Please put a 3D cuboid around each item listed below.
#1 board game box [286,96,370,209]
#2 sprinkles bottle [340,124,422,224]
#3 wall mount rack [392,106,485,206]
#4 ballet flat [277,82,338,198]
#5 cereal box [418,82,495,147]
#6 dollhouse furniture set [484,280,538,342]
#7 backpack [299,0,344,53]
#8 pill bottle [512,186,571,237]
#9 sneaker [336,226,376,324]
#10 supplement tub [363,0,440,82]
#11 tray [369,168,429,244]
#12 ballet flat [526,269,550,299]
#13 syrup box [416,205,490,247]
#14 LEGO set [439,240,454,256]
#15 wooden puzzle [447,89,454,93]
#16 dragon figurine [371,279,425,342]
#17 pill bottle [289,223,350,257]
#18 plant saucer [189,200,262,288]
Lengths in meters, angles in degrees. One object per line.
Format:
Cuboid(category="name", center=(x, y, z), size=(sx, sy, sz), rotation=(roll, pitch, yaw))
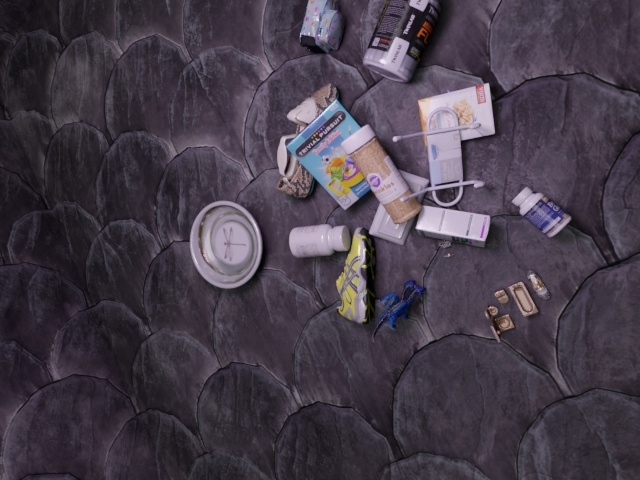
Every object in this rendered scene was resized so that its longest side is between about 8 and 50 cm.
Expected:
Cuboid(category="board game box", center=(0.078, -0.320, 1.562), size=(0.254, 0.079, 0.336), rotation=(-39, 107, 19))
Cuboid(category="sprinkles bottle", center=(0.218, -0.230, 1.458), size=(0.121, 0.121, 0.355), rotation=(-32, 100, 24))
Cuboid(category="wall mount rack", center=(0.394, -0.269, 1.407), size=(0.304, 0.130, 0.349), rotation=(-10, 105, -1))
Cuboid(category="ballet flat", center=(-0.069, -0.405, 1.650), size=(0.164, 0.182, 0.482), rotation=(35, 112, 53))
Cuboid(category="cereal box", center=(0.480, -0.438, 1.460), size=(0.240, 0.047, 0.172), rotation=(-7, 100, 25))
Cuboid(category="dollhouse furniture set", center=(0.646, 0.239, 1.405), size=(0.151, 0.123, 0.144), rotation=(-28, 82, 24))
Cuboid(category="backpack", center=(0.010, -0.838, 1.598), size=(0.144, 0.166, 0.188), rotation=(12, 102, 23))
Cuboid(category="pill bottle", center=(0.722, -0.097, 1.360), size=(0.169, 0.094, 0.094), rotation=(45, 110, 15))
Cuboid(category="sneaker", center=(0.132, 0.138, 1.630), size=(0.147, 0.145, 0.384), rotation=(5, 94, 25))
Cuboid(category="supplement tub", center=(0.294, -0.744, 1.457), size=(0.194, 0.194, 0.316), rotation=(29, 106, 21))
Cuboid(category="tray", center=(0.295, -0.121, 1.559), size=(0.145, 0.030, 0.270), rotation=(19, 107, 2))
Cuboid(category="ballet flat", center=(0.738, 0.153, 1.403), size=(0.041, 0.041, 0.114), rotation=(-34, 80, 23))
Cuboid(category="syrup box", center=(0.473, -0.050, 1.470), size=(0.237, 0.093, 0.096), rotation=(13, 81, 24))
Cuboid(category="LEGO set", center=(0.470, 0.021, 1.526), size=(0.054, 0.023, 0.083), rotation=(-26, 83, 24))
Cuboid(category="wooden puzzle", center=(0.472, -0.477, 1.491), size=(0.079, 0.014, 0.116), rotation=(18, 107, 18))
Cuboid(category="dragon figurine", center=(0.275, 0.252, 1.540), size=(0.085, 0.289, 0.144), rotation=(34, 138, 40))
Cuboid(category="pill bottle", center=(0.000, 0.000, 1.687), size=(0.229, 0.131, 0.131), rotation=(-5, 92, 25))
Cuboid(category="plant saucer", center=(-0.417, 0.017, 1.901), size=(0.401, 0.100, 0.400), rotation=(2, 96, 25))
